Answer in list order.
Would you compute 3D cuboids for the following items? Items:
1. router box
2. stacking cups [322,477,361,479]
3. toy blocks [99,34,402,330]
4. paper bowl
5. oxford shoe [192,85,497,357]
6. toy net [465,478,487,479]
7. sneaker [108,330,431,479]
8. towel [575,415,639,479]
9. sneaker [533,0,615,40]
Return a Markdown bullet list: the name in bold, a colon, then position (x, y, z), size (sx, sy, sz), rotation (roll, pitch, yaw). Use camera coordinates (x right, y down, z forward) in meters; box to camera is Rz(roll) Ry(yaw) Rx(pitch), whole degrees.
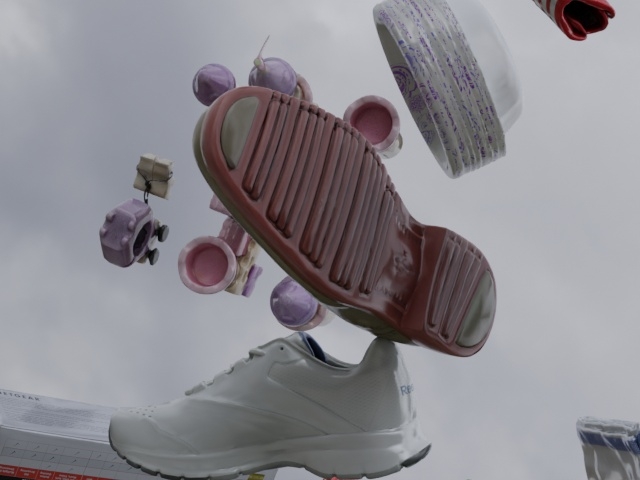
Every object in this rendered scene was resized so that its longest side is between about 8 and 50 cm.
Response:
- **router box**: position (-0.253, 0.330, 1.406), size (0.082, 0.335, 0.301), rotation (43, -68, 54)
- **stacking cups**: position (0.149, 0.349, 1.583), size (0.316, 0.096, 0.096), rotation (18, -31, -19)
- **toy blocks**: position (-0.097, -0.071, 1.466), size (0.309, 0.288, 0.260), rotation (21, -2, 13)
- **paper bowl**: position (0.198, -0.245, 1.920), size (0.284, 0.148, 0.284), rotation (155, -90, -89)
- **oxford shoe**: position (0.000, 0.000, 1.019), size (0.130, 0.123, 0.348), rotation (2, -29, 41)
- **toy net**: position (0.095, 0.329, 1.269), size (0.122, 0.232, 0.045), rotation (57, -12, 17)
- **sneaker**: position (-0.050, 0.147, 1.166), size (0.297, 0.111, 0.129), rotation (-6, -89, 14)
- **towel**: position (0.320, 0.326, 1.363), size (0.209, 0.034, 0.285), rotation (153, -68, -82)
- **sneaker**: position (0.259, -0.266, 1.408), size (0.087, 0.221, 0.128), rotation (-39, -97, 25)
